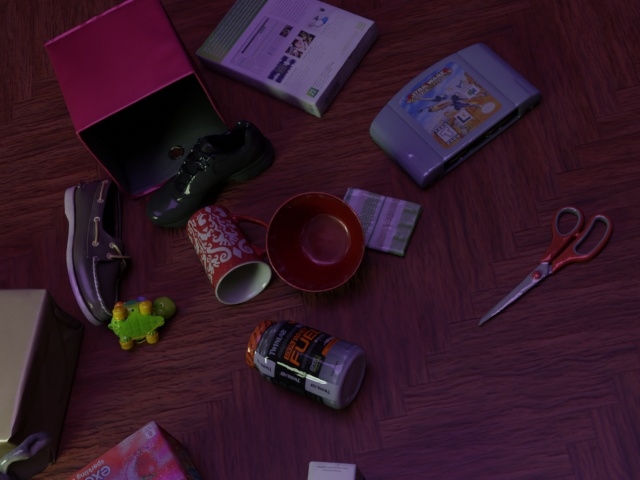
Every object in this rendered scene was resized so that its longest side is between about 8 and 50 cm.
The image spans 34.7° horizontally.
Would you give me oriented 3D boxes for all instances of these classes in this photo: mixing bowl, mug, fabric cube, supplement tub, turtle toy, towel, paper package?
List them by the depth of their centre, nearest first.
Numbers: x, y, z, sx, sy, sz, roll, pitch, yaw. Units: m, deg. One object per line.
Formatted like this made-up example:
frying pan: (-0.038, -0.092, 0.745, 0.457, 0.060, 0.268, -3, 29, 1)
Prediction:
supplement tub: (-0.026, 0.209, 1.777, 0.190, 0.117, 0.117, 18, 69, 23)
mixing bowl: (0.000, 0.000, 1.875, 0.182, 0.098, 0.181, 1, 93, 12)
paper package: (-0.641, 0.252, 1.892, 0.325, 0.168, 0.309, -2, 62, 15)
turtle toy: (-0.334, 0.143, 1.919, 0.130, 0.095, 0.066, -13, 35, -13)
towel: (0.104, -0.034, 1.931, 0.152, 0.023, 0.113, 16, 70, 20)
mug: (-0.163, 0.016, 1.933, 0.150, 0.113, 0.169, -22, 53, -18)
fabric cube: (-0.359, -0.289, 2.054, 0.254, 0.259, 0.258, -29, 57, 0)

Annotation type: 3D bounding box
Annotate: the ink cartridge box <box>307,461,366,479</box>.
ink cartridge box: (0.022, 0.461, 1.617, 0.082, 0.139, 0.190, -1, 63, 12)

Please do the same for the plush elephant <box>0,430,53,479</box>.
plush elephant: (-0.458, 0.435, 1.525, 0.272, 0.255, 0.330, -41, 61, -7)

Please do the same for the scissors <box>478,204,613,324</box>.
scissors: (0.401, 0.055, 1.800, 0.109, 0.021, 0.297, 32, 73, 25)

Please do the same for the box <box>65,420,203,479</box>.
box: (-0.346, 0.462, 1.714, 0.300, 0.142, 0.154, -33, 60, -4)

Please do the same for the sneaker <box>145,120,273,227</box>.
sneaker: (-0.232, -0.140, 2.014, 0.286, 0.130, 0.109, -39, 62, -6)

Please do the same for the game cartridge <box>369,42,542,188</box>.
game cartridge: (0.252, -0.252, 1.988, 0.297, 0.062, 0.198, -38, 64, -6)

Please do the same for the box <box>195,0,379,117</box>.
box: (-0.072, -0.413, 2.159, 0.322, 0.058, 0.232, 27, 72, 25)

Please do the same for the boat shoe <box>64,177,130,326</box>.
boat shoe: (-0.428, 0.014, 1.994, 0.097, 0.116, 0.324, -20, 54, 8)
